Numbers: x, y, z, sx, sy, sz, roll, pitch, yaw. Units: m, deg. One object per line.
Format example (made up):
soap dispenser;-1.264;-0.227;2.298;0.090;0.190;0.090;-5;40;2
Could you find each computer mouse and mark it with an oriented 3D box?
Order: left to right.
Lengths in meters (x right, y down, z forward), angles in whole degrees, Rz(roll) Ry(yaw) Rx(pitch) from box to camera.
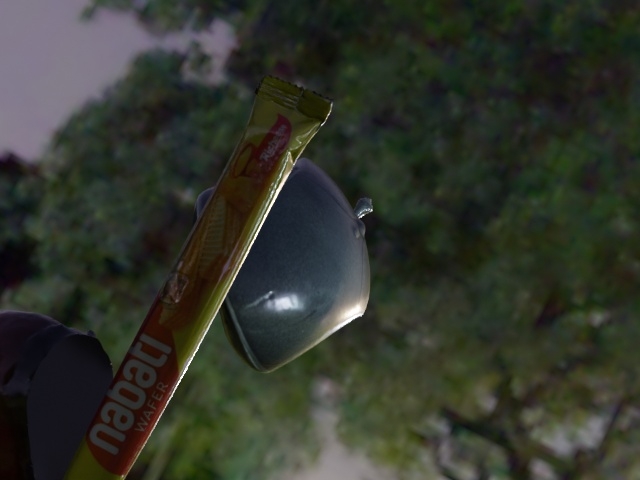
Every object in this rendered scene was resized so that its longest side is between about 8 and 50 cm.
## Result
computer mouse;0.000;0.000;1.660;0.090;0.167;0.379;-17;8;23

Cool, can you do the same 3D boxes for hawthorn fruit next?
hawthorn fruit;-0.286;0.152;1.527;0.251;0.189;0.189;-12;-19;7

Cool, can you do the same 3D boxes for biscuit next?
biscuit;-0.076;0.044;1.031;0.048;0.292;0.026;25;-6;20
